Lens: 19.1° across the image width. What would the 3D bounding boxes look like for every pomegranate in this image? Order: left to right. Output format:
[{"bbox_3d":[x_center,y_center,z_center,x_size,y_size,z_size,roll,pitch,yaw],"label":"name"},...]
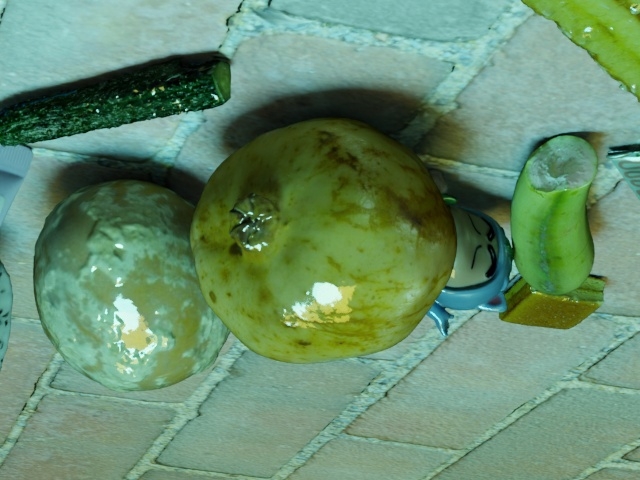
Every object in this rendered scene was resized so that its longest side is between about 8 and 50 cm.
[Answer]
[{"bbox_3d":[0.000,0.000,1.711,0.248,0.248,0.248,2,157,1],"label":"pomegranate"}]

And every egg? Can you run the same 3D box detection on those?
[{"bbox_3d":[-0.182,0.041,1.858,0.203,0.203,0.245,-2,146,11],"label":"egg"}]

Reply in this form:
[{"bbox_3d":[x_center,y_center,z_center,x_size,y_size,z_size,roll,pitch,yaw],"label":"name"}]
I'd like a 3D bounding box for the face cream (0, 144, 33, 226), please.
[{"bbox_3d":[-0.377,0.021,1.765,0.154,0.274,0.096,20,180,-32],"label":"face cream"}]

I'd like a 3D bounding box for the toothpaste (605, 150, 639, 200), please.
[{"bbox_3d":[0.330,-0.038,1.827,0.056,0.036,0.205,-6,152,24],"label":"toothpaste"}]

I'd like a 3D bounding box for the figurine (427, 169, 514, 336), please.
[{"bbox_3d":[0.098,0.011,1.841,0.178,0.114,0.144,-3,140,6],"label":"figurine"}]

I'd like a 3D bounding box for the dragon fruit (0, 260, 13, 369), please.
[{"bbox_3d":[-0.469,0.054,1.930,0.221,0.204,0.283,16,-174,35],"label":"dragon fruit"}]

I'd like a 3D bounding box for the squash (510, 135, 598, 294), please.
[{"bbox_3d":[0.225,-0.021,1.827,0.083,0.083,0.250,0,154,6],"label":"squash"}]

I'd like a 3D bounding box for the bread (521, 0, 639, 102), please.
[{"bbox_3d":[0.199,-0.218,1.227,0.110,0.184,0.234,-10,156,34],"label":"bread"}]

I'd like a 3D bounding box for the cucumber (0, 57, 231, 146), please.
[{"bbox_3d":[-0.193,-0.120,1.673,0.256,0.043,0.044,-9,149,28],"label":"cucumber"}]

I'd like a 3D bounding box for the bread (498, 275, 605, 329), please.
[{"bbox_3d":[0.251,0.065,2.073,0.090,0.035,0.094,9,156,-14],"label":"bread"}]
